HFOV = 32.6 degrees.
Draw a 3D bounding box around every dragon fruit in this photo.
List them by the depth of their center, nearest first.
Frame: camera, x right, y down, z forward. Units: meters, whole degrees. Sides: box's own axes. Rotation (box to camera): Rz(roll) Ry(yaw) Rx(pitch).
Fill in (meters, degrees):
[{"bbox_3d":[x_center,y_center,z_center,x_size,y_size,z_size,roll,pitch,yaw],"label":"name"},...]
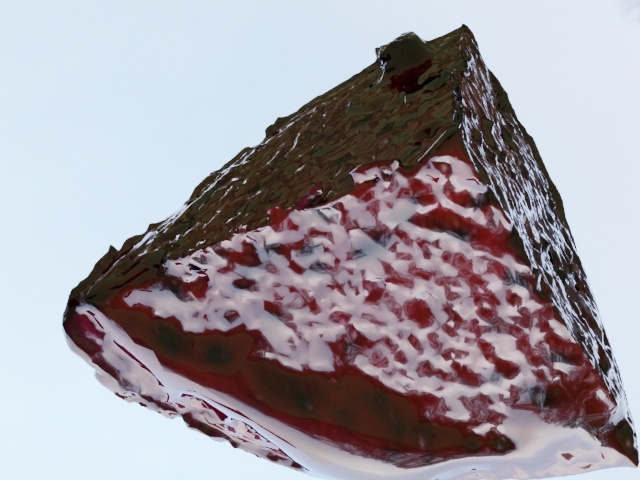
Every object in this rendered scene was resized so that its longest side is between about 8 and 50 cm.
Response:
[{"bbox_3d":[0.000,0.000,0.665,0.330,0.240,0.302,-11,-124,4],"label":"dragon fruit"}]
